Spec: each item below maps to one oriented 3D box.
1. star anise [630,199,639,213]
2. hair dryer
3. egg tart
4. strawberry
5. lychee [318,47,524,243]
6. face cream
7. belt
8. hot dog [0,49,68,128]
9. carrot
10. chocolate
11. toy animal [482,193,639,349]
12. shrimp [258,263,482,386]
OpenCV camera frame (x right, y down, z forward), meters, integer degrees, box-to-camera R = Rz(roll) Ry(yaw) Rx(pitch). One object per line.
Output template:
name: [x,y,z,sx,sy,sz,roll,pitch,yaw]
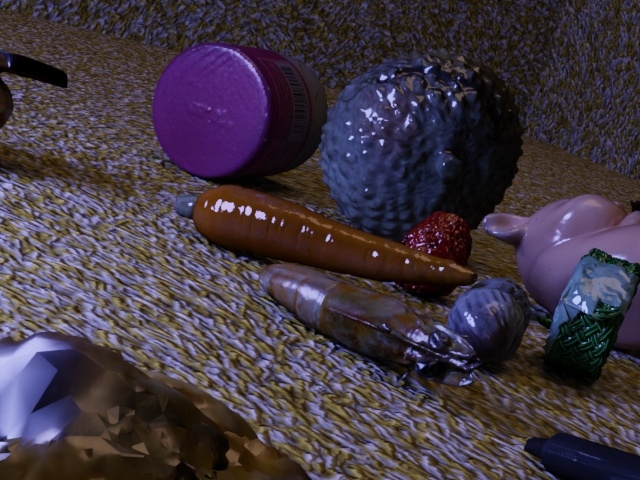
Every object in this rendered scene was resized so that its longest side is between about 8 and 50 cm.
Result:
star anise: [0.539,0.038,1.968,0.346,0.148,0.237,11,34,-40]
hair dryer: [0.232,0.155,0.981,0.128,0.070,0.255,-28,19,-23]
egg tart: [-0.091,0.111,0.646,0.297,0.132,0.297,22,7,-3]
strawberry: [0.122,0.016,1.529,0.083,0.096,0.083,21,-7,3]
lychee: [0.120,-0.119,1.761,0.255,0.255,0.274,14,21,-17]
face cream: [-0.101,-0.168,1.886,0.175,0.175,0.195,22,11,22]
belt: [0.254,0.069,1.387,0.079,0.121,0.151,22,16,12]
hot dog: [-0.444,-0.159,1.513,0.326,0.107,0.194,11,-2,21]
carrot: [0.000,0.000,1.429,0.335,0.069,0.069,15,9,21]
chocolate: [0.159,0.074,1.343,0.072,0.072,0.167,19,11,12]
toy animal: [0.318,0.034,1.593,0.154,0.166,0.250,-38,32,-22]
shrimp: [0.067,0.075,1.258,0.169,0.058,0.296,11,8,-40]
